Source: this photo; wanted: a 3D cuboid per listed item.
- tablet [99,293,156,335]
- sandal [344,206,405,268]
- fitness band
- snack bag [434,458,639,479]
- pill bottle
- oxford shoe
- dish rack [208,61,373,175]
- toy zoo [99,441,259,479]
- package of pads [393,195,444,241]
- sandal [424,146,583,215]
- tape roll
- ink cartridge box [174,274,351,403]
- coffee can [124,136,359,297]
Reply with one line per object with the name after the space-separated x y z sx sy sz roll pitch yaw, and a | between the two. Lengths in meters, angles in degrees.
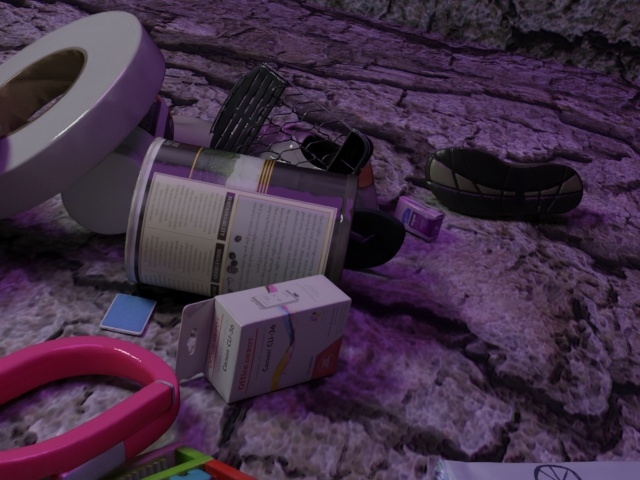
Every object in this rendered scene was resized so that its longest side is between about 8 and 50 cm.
-0.246 0.094 1.164 0.054 0.006 0.083 11 26 -1 | tablet
-0.001 0.001 1.358 0.254 0.097 0.054 2 25 4 | sandal
-0.273 0.170 0.914 0.209 0.054 0.291 13 21 29 | fitness band
0.311 0.336 0.897 0.342 0.037 0.323 4 27 -16 | snack bag
-0.311 -0.130 1.394 0.162 0.162 0.278 7 27 -9 | pill bottle
-0.092 -0.153 1.569 0.449 0.130 0.169 23 31 23 | oxford shoe
-0.062 -0.144 1.435 0.271 0.208 0.074 39 19 17 | dish rack
-0.124 0.249 0.772 0.192 0.030 0.293 -13 13 -39 | toy zoo
0.163 -0.037 1.531 0.083 0.050 0.032 28 26 29 | package of pads
0.334 -0.098 1.681 0.302 0.120 0.086 8 0 -11 | sandal
-0.407 -0.188 1.325 0.392 0.072 0.392 -20 39 17 | tape roll
-0.068 0.118 1.072 0.198 0.115 0.067 -10 35 -35 | ink cartridge box
-0.102 -0.015 1.218 0.275 0.202 0.201 11 27 -1 | coffee can
